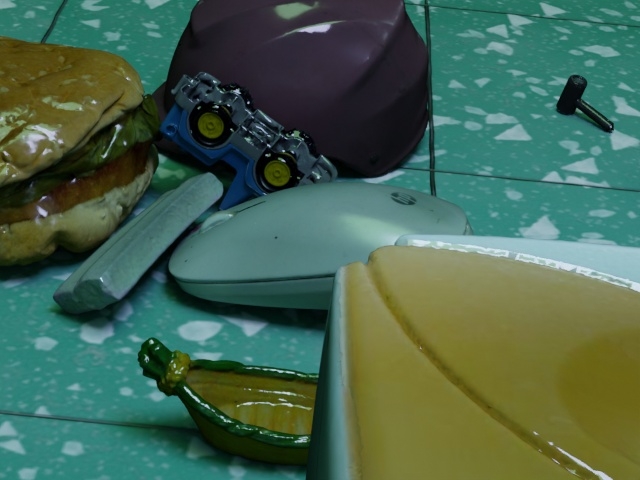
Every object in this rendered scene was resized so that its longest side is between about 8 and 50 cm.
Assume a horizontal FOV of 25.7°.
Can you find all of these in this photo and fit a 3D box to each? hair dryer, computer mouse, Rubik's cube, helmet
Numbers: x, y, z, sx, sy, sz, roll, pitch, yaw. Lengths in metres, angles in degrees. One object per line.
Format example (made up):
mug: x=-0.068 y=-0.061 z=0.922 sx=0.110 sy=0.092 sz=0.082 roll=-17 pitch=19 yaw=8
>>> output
hair dryer: x=0.330 y=-0.162 z=1.727 sx=0.026 sy=0.047 sz=0.083 roll=-21 pitch=55 yaw=-36
computer mouse: x=0.001 y=-0.006 z=1.330 sx=0.288 sy=0.097 sz=0.159 roll=4 pitch=28 yaw=11
Rubik's cube: x=0.161 y=0.225 z=0.767 sx=0.352 sy=0.351 sz=0.347 roll=2 pitch=31 yaw=-2
helmet: x=-0.035 y=-0.208 z=1.595 sx=0.338 sy=0.197 sz=0.271 roll=6 pitch=34 yaw=-1

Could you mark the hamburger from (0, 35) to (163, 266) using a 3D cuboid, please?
hamburger: x=-0.263 y=-0.108 z=1.425 sx=0.209 sy=0.162 sz=0.330 roll=0 pitch=27 yaw=-7

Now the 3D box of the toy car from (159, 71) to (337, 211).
toy car: x=-0.084 y=-0.088 z=1.457 sx=0.191 sy=0.100 sz=0.097 roll=35 pitch=24 yaw=-2

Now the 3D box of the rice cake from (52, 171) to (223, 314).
rice cake: x=-0.174 y=0.003 z=1.348 sx=0.080 sy=0.042 sz=0.222 roll=-21 pitch=18 yaw=34

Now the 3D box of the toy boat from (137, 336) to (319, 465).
toy boat: x=-0.036 y=0.129 z=1.142 sx=0.229 sy=0.088 sz=0.089 roll=5 pitch=32 yaw=-2
